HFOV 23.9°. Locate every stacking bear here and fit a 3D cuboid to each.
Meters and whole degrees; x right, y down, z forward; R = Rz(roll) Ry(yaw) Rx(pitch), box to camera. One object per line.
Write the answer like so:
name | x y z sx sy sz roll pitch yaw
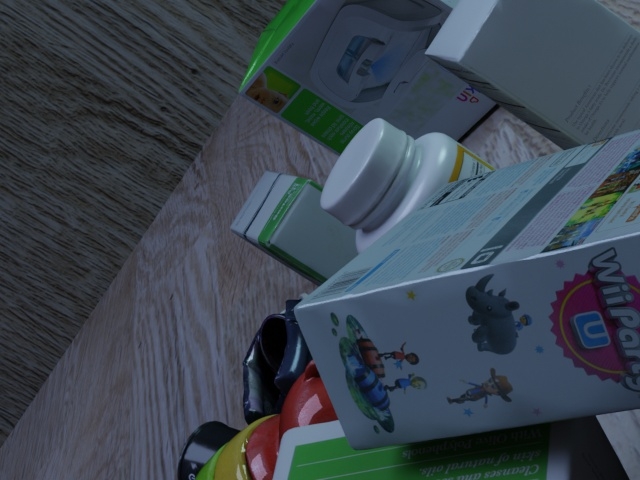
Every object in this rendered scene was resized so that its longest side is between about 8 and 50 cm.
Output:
stacking bear | -0.020 0.208 1.199 0.289 0.175 0.164 -56 6 35

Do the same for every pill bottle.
pill bottle | 0.110 -0.005 1.180 0.117 0.215 0.117 -52 15 21

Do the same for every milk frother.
milk frother | -0.036 0.229 1.438 0.134 0.129 0.143 10 31 38

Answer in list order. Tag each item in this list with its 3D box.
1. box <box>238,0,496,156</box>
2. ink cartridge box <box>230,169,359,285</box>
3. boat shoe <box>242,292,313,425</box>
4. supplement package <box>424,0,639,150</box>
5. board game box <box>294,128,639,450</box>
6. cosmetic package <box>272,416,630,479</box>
box | 0.080 -0.214 1.668 0.262 0.231 0.127 -43 20 43
ink cartridge box | 0.000 0.000 1.650 0.087 0.153 0.208 -58 16 -3
boat shoe | 0.025 0.079 1.398 0.127 0.158 0.340 -50 17 28
supplement package | 0.197 -0.147 1.257 0.105 0.179 0.105 -57 15 2
board game box | 0.172 0.007 0.817 0.303 0.098 0.224 -15 13 33
cosmetic package | 0.061 0.268 0.778 0.196 0.155 0.366 -14 37 24
